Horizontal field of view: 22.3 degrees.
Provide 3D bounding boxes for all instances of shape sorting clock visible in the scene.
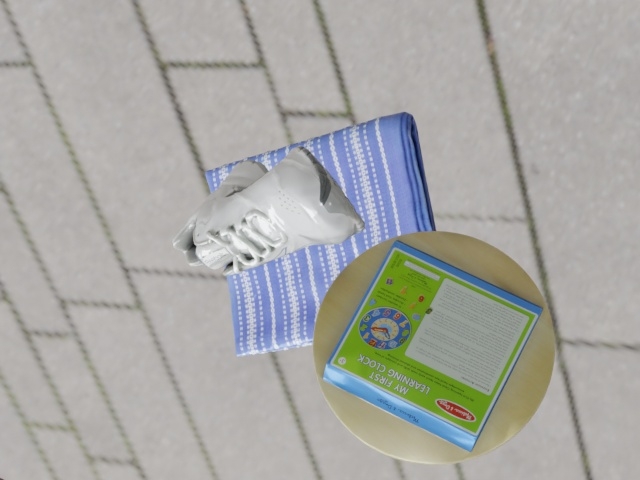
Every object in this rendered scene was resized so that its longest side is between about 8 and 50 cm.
[{"bbox_3d":[0.096,0.090,1.387,0.206,0.206,0.040,20,159,10],"label":"shape sorting clock"}]

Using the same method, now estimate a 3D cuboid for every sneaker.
[{"bbox_3d":[-0.054,-0.014,1.644,0.111,0.129,0.297,53,160,-11],"label":"sneaker"}]

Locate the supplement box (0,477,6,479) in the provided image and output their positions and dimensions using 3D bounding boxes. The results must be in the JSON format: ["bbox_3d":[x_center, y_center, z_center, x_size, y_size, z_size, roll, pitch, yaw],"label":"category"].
[{"bbox_3d":[-0.245,0.230,1.181,0.188,0.104,0.081,28,156,-11],"label":"supplement box"}]

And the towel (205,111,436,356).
[{"bbox_3d":[0.000,0.000,1.907,0.336,0.040,0.243,-14,85,41],"label":"towel"}]
